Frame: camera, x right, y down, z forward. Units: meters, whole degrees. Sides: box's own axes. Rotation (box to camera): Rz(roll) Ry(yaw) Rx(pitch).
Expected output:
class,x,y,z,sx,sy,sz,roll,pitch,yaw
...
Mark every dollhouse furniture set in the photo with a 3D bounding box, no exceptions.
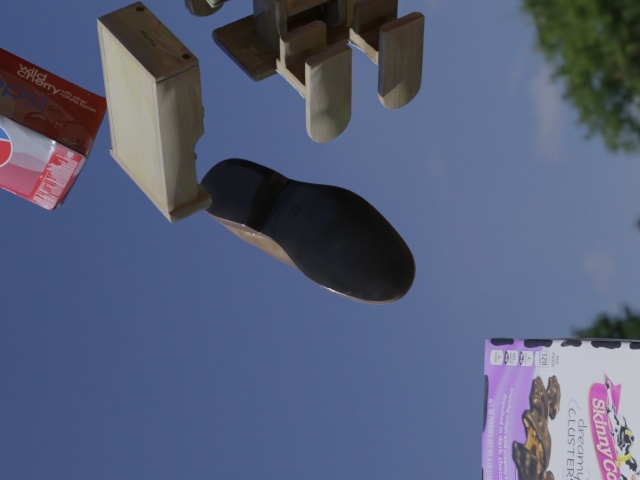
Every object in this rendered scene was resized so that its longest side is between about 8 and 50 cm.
class,x,y,z,sx,sy,sz,roll,pitch,yaw
dollhouse furniture set,-0.060,-0.149,1.610,0.212,0.242,0.161,46,151,36

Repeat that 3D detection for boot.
class,x,y,z,sx,sy,sz,roll,pitch,yaw
boot,0.000,0.000,2.151,0.112,0.305,0.115,-54,-35,-11

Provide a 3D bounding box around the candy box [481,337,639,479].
class,x,y,z,sx,sy,sz,roll,pitch,yaw
candy box,0.210,0.156,1.384,0.070,0.196,0.165,5,-95,-36

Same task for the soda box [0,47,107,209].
class,x,y,z,sx,sy,sz,roll,pitch,yaw
soda box,-0.331,-0.132,1.662,0.263,0.083,0.092,27,-141,-12
